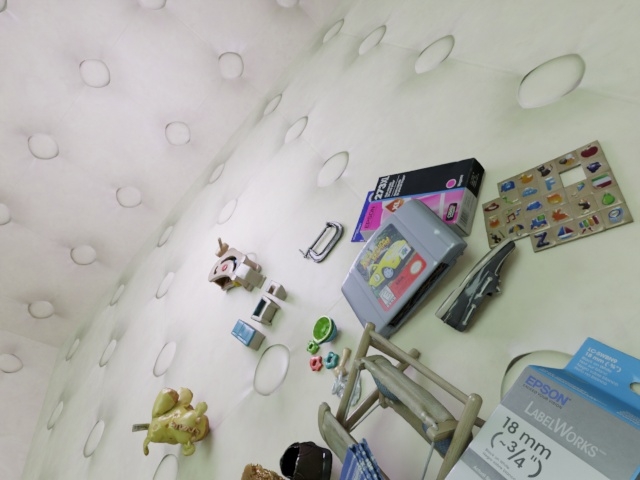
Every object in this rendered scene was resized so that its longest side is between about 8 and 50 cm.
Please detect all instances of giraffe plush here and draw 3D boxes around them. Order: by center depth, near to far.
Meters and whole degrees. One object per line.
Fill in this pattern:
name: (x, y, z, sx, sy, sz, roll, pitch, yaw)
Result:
giraffe plush: (-0.393, 0.521, 1.173, 0.170, 0.210, 0.182, -3, 88, 22)

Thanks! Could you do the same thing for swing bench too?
swing bench: (0.135, 0.320, 0.681, 0.255, 0.165, 0.253, -58, 34, -4)

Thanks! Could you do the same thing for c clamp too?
c clamp: (0.000, 0.000, 1.257, 0.161, 0.022, 0.137, -50, 33, 8)

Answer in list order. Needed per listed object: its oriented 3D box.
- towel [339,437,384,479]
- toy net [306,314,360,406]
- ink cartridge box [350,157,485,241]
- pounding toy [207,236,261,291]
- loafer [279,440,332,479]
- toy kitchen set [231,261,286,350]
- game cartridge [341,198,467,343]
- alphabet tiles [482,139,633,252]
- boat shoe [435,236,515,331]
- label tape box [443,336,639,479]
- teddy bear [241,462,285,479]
towel: (0.116, 0.467, 0.533, 0.336, 0.040, 0.244, 51, 143, 46)
toy net: (0.019, 0.288, 0.958, 0.122, 0.045, 0.232, -45, 35, 14)
ink cartridge box: (0.215, -0.090, 1.038, 0.370, 0.069, 0.176, -6, 57, 52)
pounding toy: (-0.349, 0.094, 1.485, 0.154, 0.155, 0.269, -55, 33, -10)
loafer: (-0.046, 0.439, 0.824, 0.220, 0.078, 0.080, 128, 157, -55)
toy kitchen set: (-0.229, 0.192, 1.241, 0.122, 0.166, 0.207, 13, 71, 54)
game cartridge: (0.165, 0.061, 0.912, 0.294, 0.060, 0.196, -55, 36, 19)
alphabet tiles: (0.434, -0.071, 0.795, 0.237, 0.009, 0.199, -26, 43, 37)
boat shoe: (0.309, 0.085, 0.783, 0.065, 0.075, 0.206, 41, 92, 15)
label tape box: (0.332, 0.271, 0.484, 0.334, 0.106, 0.240, -49, 33, -9)
teddy bear: (-0.138, 0.632, 0.818, 0.245, 0.113, 0.339, -16, 56, 53)
